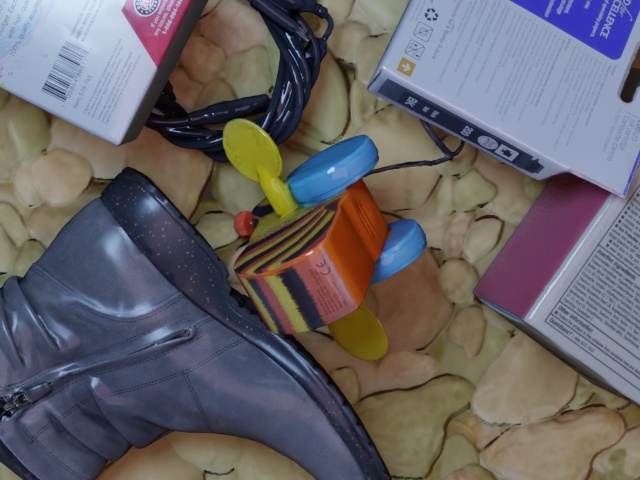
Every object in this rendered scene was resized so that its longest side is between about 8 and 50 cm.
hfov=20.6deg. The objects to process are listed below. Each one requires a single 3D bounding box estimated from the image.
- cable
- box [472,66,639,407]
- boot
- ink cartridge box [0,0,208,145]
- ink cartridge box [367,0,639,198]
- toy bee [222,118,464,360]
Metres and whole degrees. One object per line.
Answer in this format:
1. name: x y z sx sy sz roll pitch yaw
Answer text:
1. cable: -0.092 -0.147 1.329 0.184 0.047 0.151 25 100 -9
2. box: 0.257 -0.002 1.401 0.148 0.127 0.232 36 88 -17
3. boot: -0.118 0.131 1.341 0.222 0.118 0.338 -42 96 -2
4. ink cartridge box: -0.184 -0.162 1.232 0.176 0.127 0.128 28 96 -3
5. ink cartridge box: 0.168 -0.156 1.341 0.208 0.045 0.206 28 68 -5
6. toy bee: 0.000 0.000 1.309 0.162 0.298 0.195 -23 85 29
